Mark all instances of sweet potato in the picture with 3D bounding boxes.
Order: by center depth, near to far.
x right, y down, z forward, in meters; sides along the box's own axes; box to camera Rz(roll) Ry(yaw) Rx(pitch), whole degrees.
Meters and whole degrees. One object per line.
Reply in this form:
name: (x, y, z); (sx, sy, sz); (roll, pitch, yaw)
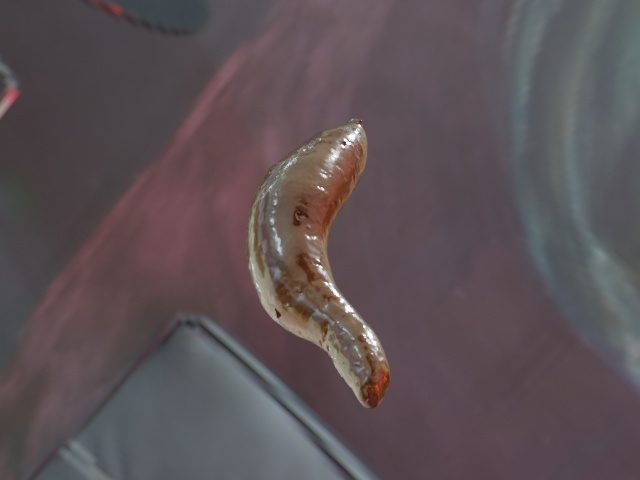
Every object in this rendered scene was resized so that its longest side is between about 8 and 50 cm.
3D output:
sweet potato: (-0.007, 0.003, 1.621); (0.108, 0.079, 0.346); (-3, 43, -1)
